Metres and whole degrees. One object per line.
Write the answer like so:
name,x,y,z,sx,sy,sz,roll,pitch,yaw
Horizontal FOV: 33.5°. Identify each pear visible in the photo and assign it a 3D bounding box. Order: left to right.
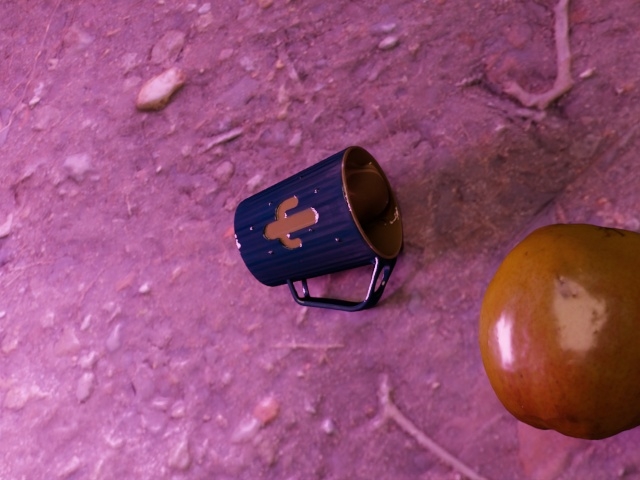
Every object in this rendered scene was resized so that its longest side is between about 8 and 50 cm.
pear,0.236,0.083,0.956,0.200,0.200,0.200,-14,58,23

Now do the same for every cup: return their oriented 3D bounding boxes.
cup,0.000,0.000,1.191,0.155,0.131,0.176,-18,82,26
